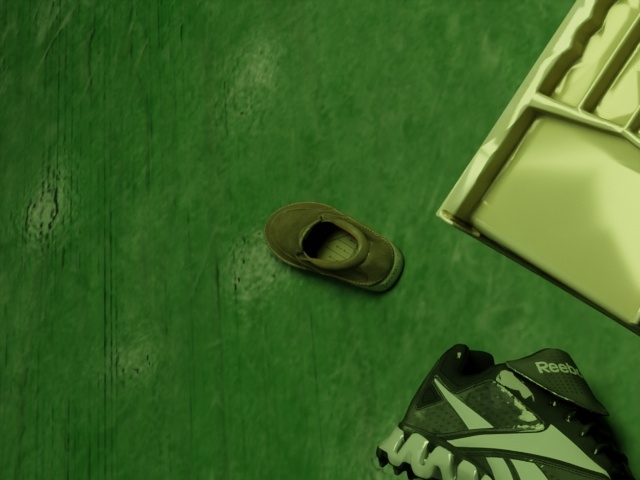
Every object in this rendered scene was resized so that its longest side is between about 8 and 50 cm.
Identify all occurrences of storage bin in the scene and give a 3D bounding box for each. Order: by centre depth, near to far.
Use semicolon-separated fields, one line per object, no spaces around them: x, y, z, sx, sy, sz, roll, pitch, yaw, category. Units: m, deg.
0.236;-0.050;0.715;0.260;0.262;0.123;-57;43;5;storage bin

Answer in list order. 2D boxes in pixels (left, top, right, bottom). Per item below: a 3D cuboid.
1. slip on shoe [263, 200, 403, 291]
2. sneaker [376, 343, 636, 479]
0.000;0.000;1.085;0.135;0.041;0.051;27;89;48;slip on shoe
0.130;0.116;0.868;0.234;0.078;0.106;19;85;50;sneaker
